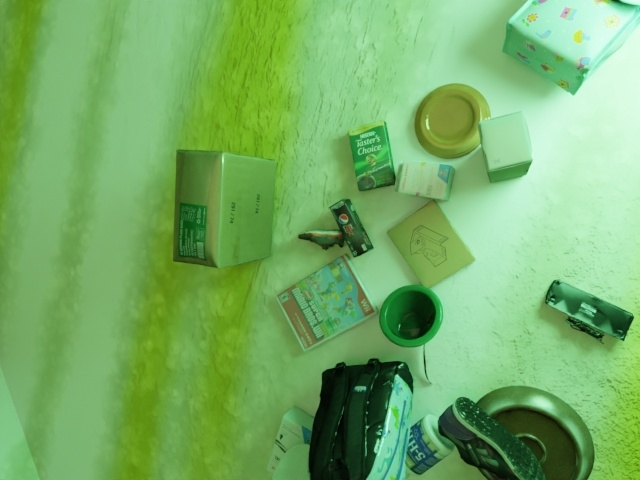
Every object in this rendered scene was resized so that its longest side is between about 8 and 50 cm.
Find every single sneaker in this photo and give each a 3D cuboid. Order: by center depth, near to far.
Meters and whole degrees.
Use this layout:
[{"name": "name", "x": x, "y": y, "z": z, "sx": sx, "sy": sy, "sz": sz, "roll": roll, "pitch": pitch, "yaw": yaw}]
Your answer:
[{"name": "sneaker", "x": 0.431, "y": 0.540, "z": 1.107, "sx": 0.283, "sy": 0.107, "sz": 0.124, "roll": 43, "pitch": 123, "yaw": 19}, {"name": "sneaker", "x": 0.000, "y": 0.000, "z": 1.323, "sx": 0.157, "sy": 0.061, "sz": 0.065, "roll": 1, "pitch": 100, "yaw": 24}]

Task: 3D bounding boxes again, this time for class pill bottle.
[{"name": "pill bottle", "x": 0.271, "y": 0.587, "z": 1.211, "sx": 0.112, "sy": 0.112, "sz": 0.187, "roll": 47, "pitch": 109, "yaw": 14}, {"name": "pill bottle", "x": 0.011, "y": 0.742, "z": 1.253, "sx": 0.169, "sy": 0.169, "sz": 0.302, "roll": -30, "pitch": 114, "yaw": 23}]

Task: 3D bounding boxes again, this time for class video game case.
[{"name": "video game case", "x": 0.014, "y": 0.198, "z": 1.347, "sx": 0.285, "sy": 0.025, "sz": 0.204, "roll": -33, "pitch": 80, "yaw": 22}]

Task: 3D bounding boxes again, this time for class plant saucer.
[{"name": "plant saucer", "x": 0.538, "y": 0.539, "z": 1.126, "sx": 0.310, "sy": 0.050, "sz": 0.311, "roll": 1, "pitch": 94, "yaw": 23}, {"name": "plant saucer", "x": 0.349, "y": -0.321, "z": 1.158, "sx": 0.199, "sy": 0.037, "sz": 0.200, "roll": 1, "pitch": 94, "yaw": 24}]

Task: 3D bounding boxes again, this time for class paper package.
[{"name": "paper package", "x": -0.281, "y": -0.099, "z": 1.303, "sx": 0.168, "sy": 0.309, "sz": 0.325, "roll": 7, "pitch": 97, "yaw": 23}]

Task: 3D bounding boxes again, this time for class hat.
[{"name": "hat", "x": 0.269, "y": 0.258, "z": 1.243, "sx": 0.172, "sy": 0.184, "sz": 0.209, "roll": 18, "pitch": 68, "yaw": 32}]

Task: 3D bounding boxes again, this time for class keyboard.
[{"name": "keyboard", "x": 0.651, "y": 0.181, "z": 1.068, "sx": 0.192, "sy": 0.038, "sz": 0.100, "roll": 28, "pitch": 81, "yaw": 21}]

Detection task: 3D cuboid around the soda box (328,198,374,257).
[{"name": "soda box", "x": 0.092, "y": -0.038, "z": 1.277, "sx": 0.053, "sy": 0.060, "sz": 0.169, "roll": -28, "pitch": 83, "yaw": 24}]

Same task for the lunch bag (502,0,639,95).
[{"name": "lunch bag", "x": 0.590, "y": -0.509, "z": 0.977, "sx": 0.223, "sy": 0.160, "sz": 0.262, "roll": 44, "pitch": 98, "yaw": 19}]

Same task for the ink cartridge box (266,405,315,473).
[{"name": "ink cartridge box", "x": -0.068, "y": 0.665, "z": 1.380, "sx": 0.148, "sy": 0.086, "sz": 0.203, "roll": 20, "pitch": 101, "yaw": 21}]

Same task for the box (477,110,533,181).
[{"name": "box", "x": 0.427, "y": -0.206, "z": 1.000, "sx": 0.094, "sy": 0.275, "sz": 0.113, "roll": -11, "pitch": 89, "yaw": 22}]

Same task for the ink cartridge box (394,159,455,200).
[{"name": "ink cartridge box", "x": 0.279, "y": -0.164, "z": 1.170, "sx": 0.143, "sy": 0.090, "sz": 0.092, "roll": 13, "pitch": 98, "yaw": 24}]

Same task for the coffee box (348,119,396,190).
[{"name": "coffee box", "x": 0.149, "y": -0.242, "z": 1.249, "sx": 0.113, "sy": 0.040, "sz": 0.184, "roll": -8, "pitch": 90, "yaw": 24}]

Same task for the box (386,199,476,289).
[{"name": "box", "x": 0.306, "y": 0.014, "z": 1.208, "sx": 0.164, "sy": 0.021, "sz": 0.201, "roll": -36, "pitch": 80, "yaw": 22}]

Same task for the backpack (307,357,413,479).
[{"name": "backpack", "x": 0.107, "y": 0.530, "z": 1.154, "sx": 0.289, "sy": 0.356, "sz": 0.274, "roll": -16, "pitch": 110, "yaw": 26}]
